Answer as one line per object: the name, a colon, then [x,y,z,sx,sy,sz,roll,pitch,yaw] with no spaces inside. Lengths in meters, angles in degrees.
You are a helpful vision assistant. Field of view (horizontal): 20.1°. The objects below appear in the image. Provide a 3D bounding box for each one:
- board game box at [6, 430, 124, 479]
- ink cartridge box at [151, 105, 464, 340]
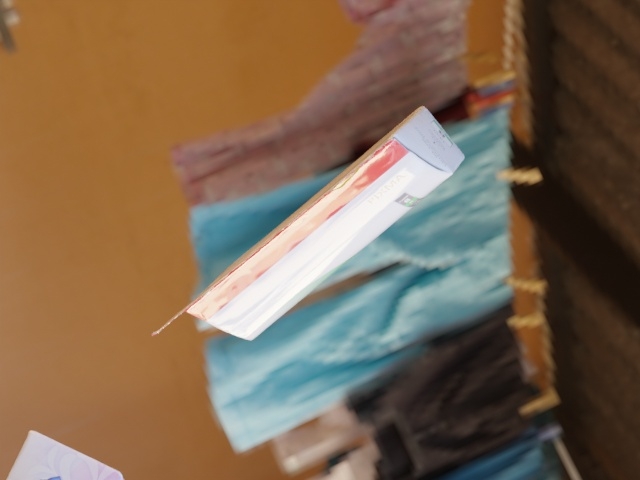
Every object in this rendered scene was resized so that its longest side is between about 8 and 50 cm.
board game box: [-0.221,0.288,1.178,0.066,0.318,0.318,25,-10,0]
ink cartridge box: [0.000,0.000,1.158,0.056,0.181,0.224,49,15,-3]
